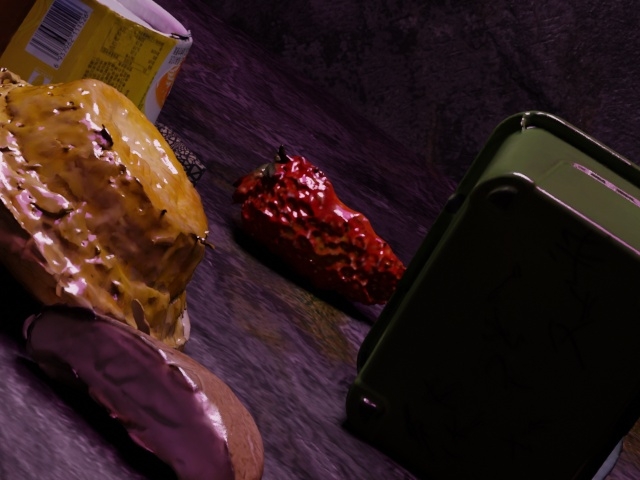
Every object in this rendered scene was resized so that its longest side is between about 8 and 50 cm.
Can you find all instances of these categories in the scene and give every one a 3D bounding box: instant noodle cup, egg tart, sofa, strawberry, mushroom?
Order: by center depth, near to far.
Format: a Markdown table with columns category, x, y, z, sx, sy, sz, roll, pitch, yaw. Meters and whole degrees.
| category | x | y | z | sx | sy | sz | roll | pitch | yaw |
| --- | --- | --- | --- | --- | --- | --- | --- | --- | --- |
| mushroom | -0.110 | 0.111 | 1.280 | 0.210 | 0.072 | 0.094 | 38 | 3 | 28 |
| egg tart | -0.173 | -0.034 | 1.443 | 0.295 | 0.116 | 0.295 | 48 | 14 | -16 |
| instant noodle cup | -0.257 | -0.158 | 1.727 | 0.264 | 0.200 | 0.264 | 30 | 11 | -6 |
| strawberry | 0.002 | 0.004 | 2.044 | 0.228 | 0.098 | 0.174 | 43 | -7 | -7 |
| sofa | -0.182 | -0.102 | 2.120 | 0.060 | 0.039 | 0.118 | 24 | 13 | -35 |

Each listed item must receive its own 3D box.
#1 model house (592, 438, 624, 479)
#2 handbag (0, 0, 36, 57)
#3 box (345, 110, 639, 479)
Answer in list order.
| category | x | y | z | sx | sy | sz | roll | pitch | yaw |
| --- | --- | --- | --- | --- | --- | --- | --- | --- | --- |
| model house | 0.227 | 0.183 | 1.845 | 0.148 | 0.119 | 0.149 | 34 | 3 | 6 |
| handbag | -0.346 | -0.105 | 1.000 | 0.133 | 0.283 | 0.401 | 41 | 12 | 26 |
| box | 0.183 | 0.084 | 1.625 | 0.253 | 0.328 | 0.178 | 32 | 23 | 6 |
